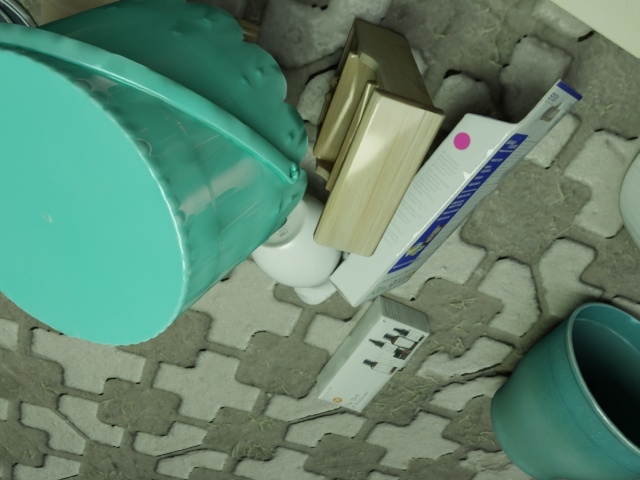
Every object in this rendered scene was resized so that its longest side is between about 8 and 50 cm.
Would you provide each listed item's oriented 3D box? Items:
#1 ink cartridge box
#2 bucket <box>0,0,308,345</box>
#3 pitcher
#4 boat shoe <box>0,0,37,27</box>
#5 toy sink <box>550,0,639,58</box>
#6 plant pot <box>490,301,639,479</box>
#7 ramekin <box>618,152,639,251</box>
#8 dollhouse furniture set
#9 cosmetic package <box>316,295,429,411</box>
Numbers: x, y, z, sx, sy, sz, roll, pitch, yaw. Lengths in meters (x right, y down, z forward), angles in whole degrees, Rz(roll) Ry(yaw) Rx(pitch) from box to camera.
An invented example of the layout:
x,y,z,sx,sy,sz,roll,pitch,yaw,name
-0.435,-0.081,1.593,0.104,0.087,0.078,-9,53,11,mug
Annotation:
x,y,z,sx,sy,sz,roll,pitch,yaw,name
0.174,-0.064,0.685,0.069,0.175,0.371,50,121,17,ink cartridge box
-0.168,-0.061,0.441,0.281,0.183,0.281,11,123,17,bucket
0.000,0.000,0.746,0.177,0.126,0.207,-33,149,4,pitcher
-0.375,-0.220,0.634,0.065,0.083,0.183,-22,121,15,boat shoe
0.334,-0.341,0.519,0.152,0.131,0.234,23,126,-15,toy sink
0.441,0.285,0.884,0.271,0.272,0.255,22,137,-14,plant pot
0.565,-0.054,0.707,0.277,0.135,0.277,0,126,0,ramekin
-0.104,-0.169,0.553,0.393,0.257,0.362,15,126,-12,dollhouse furniture set
0.089,0.214,0.944,0.098,0.060,0.239,23,121,-14,cosmetic package
